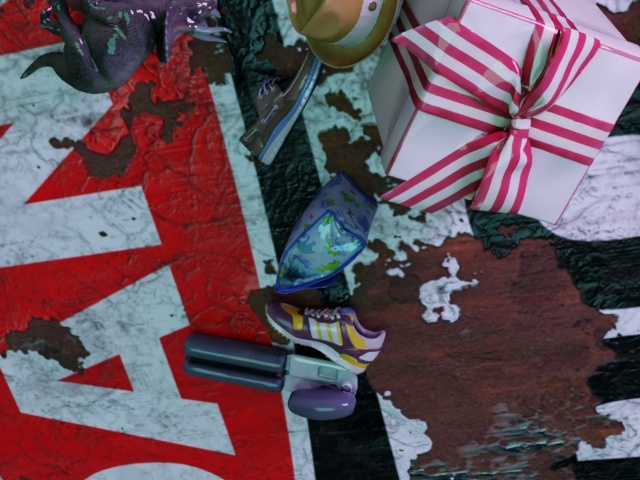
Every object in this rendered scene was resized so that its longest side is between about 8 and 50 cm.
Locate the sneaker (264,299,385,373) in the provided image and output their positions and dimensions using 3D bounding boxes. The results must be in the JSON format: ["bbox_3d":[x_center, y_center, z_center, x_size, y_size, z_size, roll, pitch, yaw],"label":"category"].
[{"bbox_3d":[0.008,0.124,1.524,0.186,0.069,0.083,29,111,-12],"label":"sneaker"}]

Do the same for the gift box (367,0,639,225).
[{"bbox_3d":[0.184,-0.178,1.177,0.277,0.258,0.255,10,121,-13],"label":"gift box"}]

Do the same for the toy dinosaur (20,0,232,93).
[{"bbox_3d":[-0.292,-0.264,1.341,0.314,0.121,0.160,-27,96,19],"label":"toy dinosaur"}]

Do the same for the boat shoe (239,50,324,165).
[{"bbox_3d":[-0.056,-0.185,1.365,0.066,0.066,0.183,30,120,-3],"label":"boat shoe"}]

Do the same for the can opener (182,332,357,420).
[{"bbox_3d":[-0.082,0.213,1.567,0.284,0.095,0.075,10,119,6],"label":"can opener"}]

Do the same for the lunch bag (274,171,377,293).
[{"bbox_3d":[0.000,0.000,1.417,0.096,0.129,0.151,44,117,-12],"label":"lunch bag"}]

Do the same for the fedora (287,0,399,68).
[{"bbox_3d":[0.012,-0.306,1.229,0.194,0.079,0.194,10,103,49],"label":"fedora"}]
